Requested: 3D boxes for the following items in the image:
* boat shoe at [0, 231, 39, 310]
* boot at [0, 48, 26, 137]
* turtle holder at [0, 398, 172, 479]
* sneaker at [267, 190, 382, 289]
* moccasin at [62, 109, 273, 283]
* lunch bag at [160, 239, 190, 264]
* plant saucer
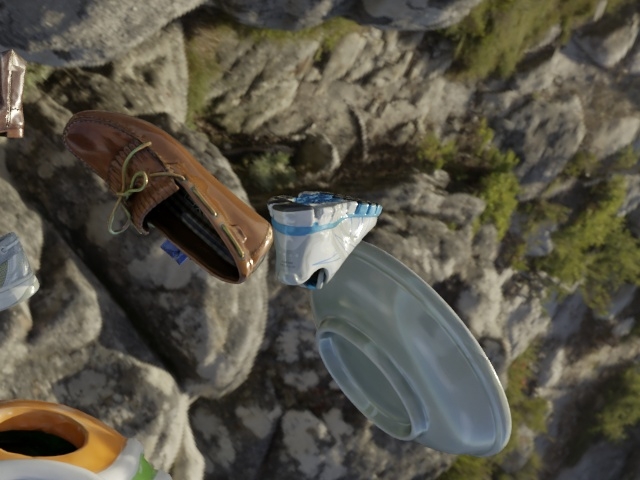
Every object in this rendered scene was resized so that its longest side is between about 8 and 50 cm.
[{"bbox_3d":[-0.584,0.081,1.299,0.320,0.118,0.103,-17,106,-7],"label":"boat shoe"},{"bbox_3d":[-0.427,-0.192,1.143,0.106,0.037,0.114,-4,100,-58],"label":"boot"},{"bbox_3d":[-0.189,0.235,0.467,0.243,0.227,0.320,33,56,-8],"label":"turtle holder"},{"bbox_3d":[0.000,0.000,0.797,0.190,0.071,0.083,-14,112,-66],"label":"sneaker"},{"bbox_3d":[-0.256,-0.066,1.412,0.139,0.380,0.147,-44,-174,37],"label":"moccasin"},{"bbox_3d":[-0.270,0.003,1.781,0.065,0.098,0.067,42,121,-9],"label":"lunch bag"},{"bbox_3d":[0.097,0.182,1.305,0.100,0.400,0.400,-37,131,-22],"label":"plant saucer"}]
